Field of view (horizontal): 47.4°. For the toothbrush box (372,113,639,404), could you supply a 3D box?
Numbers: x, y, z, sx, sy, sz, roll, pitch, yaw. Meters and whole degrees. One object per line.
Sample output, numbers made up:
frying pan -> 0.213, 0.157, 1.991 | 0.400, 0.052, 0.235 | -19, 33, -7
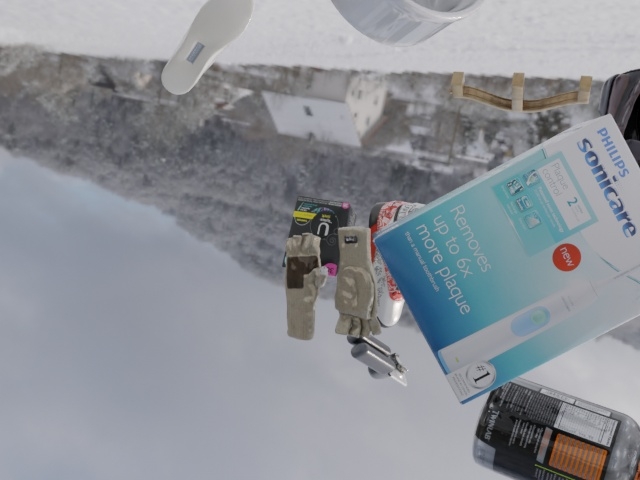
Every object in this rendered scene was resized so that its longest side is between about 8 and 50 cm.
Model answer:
toothbrush box -> 0.238, 0.020, 0.854 | 0.296, 0.216, 0.126 | -27, -178, 4

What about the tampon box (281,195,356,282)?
tampon box -> 0.000, 0.000, 1.571 | 0.120, 0.161, 0.101 | 8, 169, 14

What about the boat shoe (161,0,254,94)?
boat shoe -> -0.159, -0.288, 1.043 | 0.066, 0.184, 0.063 | 31, -156, -17

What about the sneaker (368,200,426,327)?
sneaker -> 0.173, 0.052, 1.508 | 0.090, 0.270, 0.145 | -1, -179, -44

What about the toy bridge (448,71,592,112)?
toy bridge -> 0.270, -0.201, 0.999 | 0.188, 0.026, 0.063 | 6, 156, 18

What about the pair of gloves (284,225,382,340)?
pair of gloves -> 0.016, 0.081, 1.348 | 0.042, 0.204, 0.240 | 0, 173, -44

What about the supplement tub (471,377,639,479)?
supplement tub -> 0.466, 0.391, 1.385 | 0.316, 0.193, 0.193 | 17, -171, 26

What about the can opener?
can opener -> 0.132, 0.287, 1.720 | 0.093, 0.074, 0.280 | -27, 145, 13

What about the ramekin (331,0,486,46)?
ramekin -> 0.130, -0.450, 1.169 | 0.277, 0.277, 0.135 | 7, 162, -29

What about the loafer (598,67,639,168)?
loafer -> 0.539, -0.171, 1.260 | 0.109, 0.302, 0.095 | 22, 156, -26
